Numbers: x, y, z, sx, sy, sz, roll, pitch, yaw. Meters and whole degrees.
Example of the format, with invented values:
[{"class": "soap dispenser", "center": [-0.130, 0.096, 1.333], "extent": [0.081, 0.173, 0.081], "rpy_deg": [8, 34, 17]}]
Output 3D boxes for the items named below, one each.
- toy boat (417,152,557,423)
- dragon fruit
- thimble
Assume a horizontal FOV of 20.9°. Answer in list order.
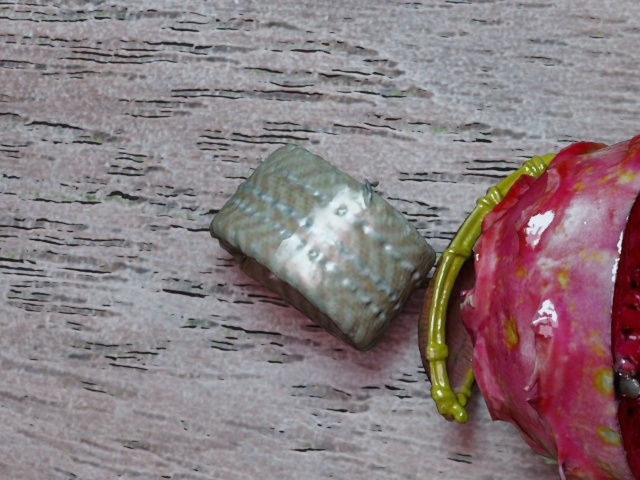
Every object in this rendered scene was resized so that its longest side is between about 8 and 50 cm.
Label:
[{"class": "toy boat", "center": [0.177, 0.044, 1.864], "extent": [0.099, 0.141, 0.318], "rpy_deg": [11, 70, 41]}, {"class": "dragon fruit", "center": [0.277, 0.074, 1.734], "extent": [0.249, 0.371, 0.386], "rpy_deg": [5, 107, 34]}, {"class": "thimble", "center": [0.005, 0.005, 1.884], "extent": [0.148, 0.196, 0.229], "rpy_deg": [-50, 39, -7]}]
